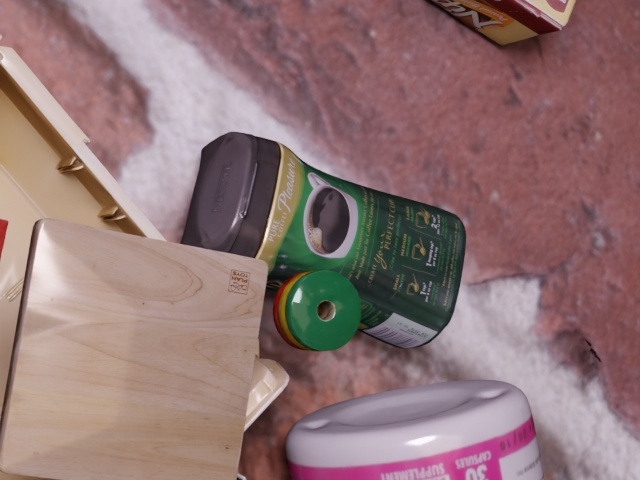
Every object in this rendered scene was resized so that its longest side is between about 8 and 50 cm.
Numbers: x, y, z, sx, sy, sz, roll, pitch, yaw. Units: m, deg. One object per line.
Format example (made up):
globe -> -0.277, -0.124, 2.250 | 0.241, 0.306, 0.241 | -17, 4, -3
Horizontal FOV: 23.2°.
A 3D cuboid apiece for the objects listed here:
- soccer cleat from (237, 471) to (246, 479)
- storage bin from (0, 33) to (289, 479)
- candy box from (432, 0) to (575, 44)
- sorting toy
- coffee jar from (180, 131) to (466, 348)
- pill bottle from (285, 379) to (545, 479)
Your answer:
soccer cleat -> -0.087, 0.153, 0.991 | 0.083, 0.035, 0.029 | 5, 86, -27
storage bin -> -0.192, 0.061, 0.892 | 0.260, 0.123, 0.262 | -46, 107, -21
candy box -> 0.133, -0.320, 1.090 | 0.183, 0.087, 0.316 | 28, 76, -23
sorting toy -> -0.113, 0.063, 0.839 | 0.274, 0.046, 0.132 | 11, 83, -27
coffee jar -> 0.000, 0.000, 1.015 | 0.184, 0.079, 0.096 | 22, 67, -25
pill bottle -> 0.079, 0.243, 1.003 | 0.160, 0.160, 0.283 | -13, 94, -27
